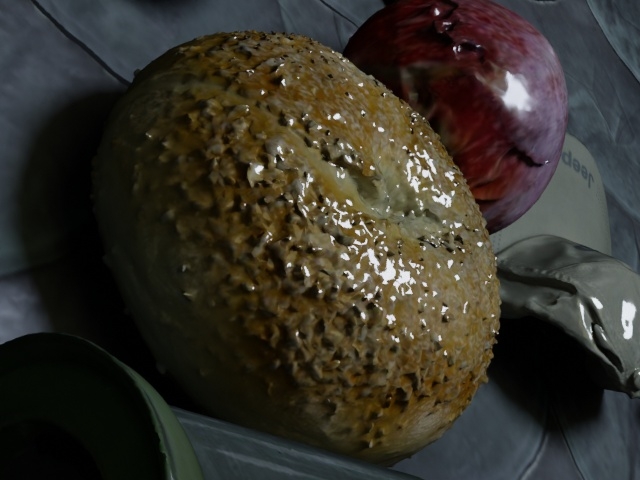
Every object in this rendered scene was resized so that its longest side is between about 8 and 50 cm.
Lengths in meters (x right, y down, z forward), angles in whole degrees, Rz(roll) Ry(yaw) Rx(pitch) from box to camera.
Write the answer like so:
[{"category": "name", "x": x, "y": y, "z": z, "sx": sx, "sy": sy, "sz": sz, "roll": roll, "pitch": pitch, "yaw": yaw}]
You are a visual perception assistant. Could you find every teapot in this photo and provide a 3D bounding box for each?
[{"category": "teapot", "x": -0.038, "y": 0.168, "z": 0.706, "sx": 0.337, "sy": 0.200, "sz": 0.270, "roll": 25, "pitch": 13, "yaw": -44}]

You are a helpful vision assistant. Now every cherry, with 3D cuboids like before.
[{"category": "cherry", "x": 0.106, "y": -0.106, "z": 1.123, "sx": 0.192, "sy": 0.175, "sz": 0.250, "roll": 43, "pitch": 26, "yaw": 0}]

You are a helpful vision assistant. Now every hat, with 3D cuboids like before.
[{"category": "hat", "x": 0.232, "y": 0.014, "z": 1.209, "sx": 0.214, "sy": 0.149, "sz": 0.245, "roll": 28, "pitch": 69, "yaw": -39}]

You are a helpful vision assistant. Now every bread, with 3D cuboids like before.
[{"category": "bread", "x": 0.000, "y": 0.000, "z": 0.898, "sx": 0.305, "sy": 0.158, "sz": 0.306, "roll": 33, "pitch": 41, "yaw": -36}]

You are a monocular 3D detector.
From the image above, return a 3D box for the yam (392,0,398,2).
[{"category": "yam", "x": 0.117, "y": -0.165, "z": 1.302, "sx": 0.045, "sy": 0.045, "sz": 0.327, "roll": -30, "pitch": 91, "yaw": -24}]
